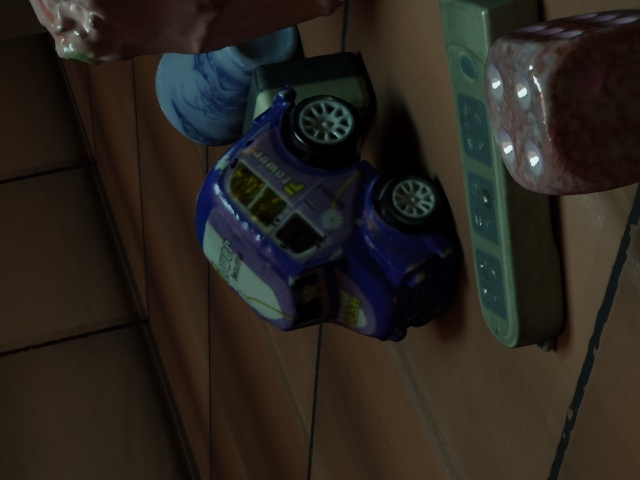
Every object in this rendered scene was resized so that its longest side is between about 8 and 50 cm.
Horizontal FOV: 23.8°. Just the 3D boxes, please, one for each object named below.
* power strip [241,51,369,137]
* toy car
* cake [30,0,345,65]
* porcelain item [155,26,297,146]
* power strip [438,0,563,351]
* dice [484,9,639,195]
[{"bbox_3d":[-0.023,-0.094,1.520,0.256,0.105,0.070,108,149,-66],"label":"power strip"},{"bbox_3d":[0.000,0.000,1.338,0.235,0.158,0.172,41,153,17],"label":"toy car"},{"bbox_3d":[-0.123,-0.345,1.280,0.314,0.307,0.293,95,156,-52],"label":"cake"},{"bbox_3d":[-0.107,-0.193,1.723,0.259,0.141,0.141,142,115,-66],"label":"porcelain item"},{"bbox_3d":[0.132,-0.050,1.084,0.080,0.048,0.286,-136,34,-67],"label":"power strip"},{"bbox_3d":[0.153,-0.081,0.875,0.093,0.094,0.091,-149,44,-70],"label":"dice"}]
